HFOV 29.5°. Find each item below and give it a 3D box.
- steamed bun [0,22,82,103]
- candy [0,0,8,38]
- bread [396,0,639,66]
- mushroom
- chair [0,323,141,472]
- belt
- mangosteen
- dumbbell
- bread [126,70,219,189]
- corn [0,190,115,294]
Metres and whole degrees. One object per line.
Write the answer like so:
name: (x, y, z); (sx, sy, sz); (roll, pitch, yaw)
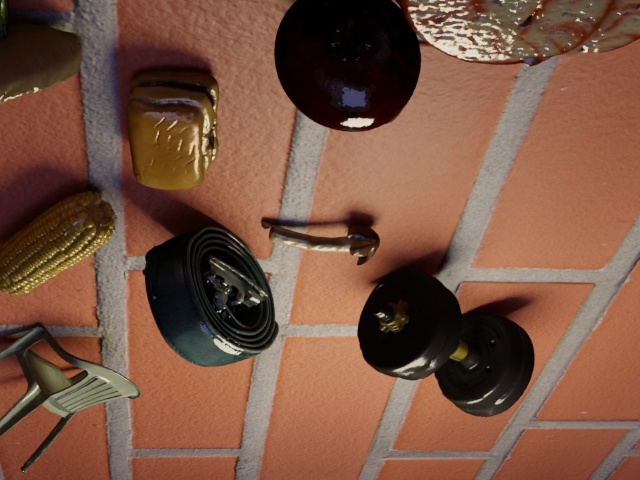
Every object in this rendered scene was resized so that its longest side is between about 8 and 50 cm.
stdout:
steamed bun: (-0.434, -0.195, 1.462); (0.212, 0.231, 0.110); (-10, 107, 40)
candy: (-0.453, -0.287, 1.375); (0.195, 0.062, 0.097); (3, 149, -11)
bread: (0.240, -0.321, 1.333); (0.328, 0.114, 0.295); (-4, 149, 3)
mushroom: (0.000, 0.000, 1.889); (0.187, 0.061, 0.060); (5, 119, -4)
chair: (-0.482, 0.273, 2.176); (0.275, 0.190, 0.203); (-40, 142, 3)
belt: (-0.157, 0.090, 1.880); (0.116, 0.206, 0.267); (-20, 154, 25)
mangosteen: (0.034, -0.211, 1.450); (0.200, 0.200, 0.200); (-2, 148, -1)
dumbbell: (0.217, 0.179, 2.078); (0.185, 0.185, 0.388); (-28, 140, 34)
bread: (-0.197, -0.145, 1.625); (0.116, 0.077, 0.200); (7, 147, -1)
corn: (-0.407, 0.006, 1.826); (0.244, 0.093, 0.093); (-29, 140, 34)
